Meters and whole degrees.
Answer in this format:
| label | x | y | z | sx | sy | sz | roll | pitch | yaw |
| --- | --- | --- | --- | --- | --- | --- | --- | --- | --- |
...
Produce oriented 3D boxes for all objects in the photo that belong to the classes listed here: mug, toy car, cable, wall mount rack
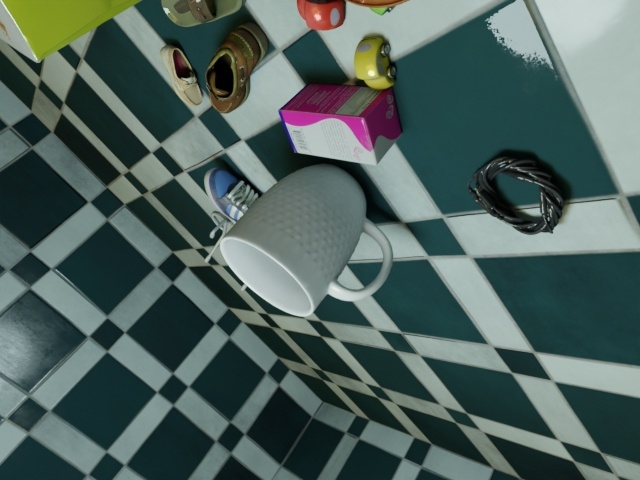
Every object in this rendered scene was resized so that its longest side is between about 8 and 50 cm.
| label | x | y | z | sx | sy | sz | roll | pitch | yaw |
| --- | --- | --- | --- | --- | --- | --- | --- | --- | --- |
| mug | 0.000 | 0.000 | 1.129 | 0.374 | 0.328 | 0.276 | 31 | 153 | 13 |
| toy car | 0.071 | -0.377 | 0.761 | 0.239 | 0.053 | 0.225 | 43 | 153 | -9 |
| cable | 0.377 | -0.082 | 0.856 | 0.184 | 0.047 | 0.150 | 42 | 148 | -1 |
| wall mount rack | -0.348 | 0.057 | 1.872 | 0.350 | 0.130 | 0.304 | 39 | 153 | 2 |

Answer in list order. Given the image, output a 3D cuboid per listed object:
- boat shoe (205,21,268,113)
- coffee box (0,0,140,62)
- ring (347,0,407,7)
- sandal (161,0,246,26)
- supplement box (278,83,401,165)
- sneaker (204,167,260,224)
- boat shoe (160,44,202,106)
| label | x | y | z | sx | sy | sz | roll | pitch | yaw |
| --- | --- | --- | --- | --- | --- | --- | --- | --- | --- |
| boat shoe | -0.225 | -0.381 | 1.067 | 0.110 | 0.104 | 0.307 | 42 | 153 | -6 |
| coffee box | -0.568 | -0.619 | 0.855 | 0.334 | 0.338 | 0.338 | 34 | 154 | 18 |
| ring | 0.053 | -0.480 | 0.590 | 0.336 | 0.032 | 0.337 | 30 | 143 | 27 |
| sandal | -0.253 | -0.498 | 0.942 | 0.302 | 0.086 | 0.120 | 3 | 136 | 50 |
| supplement box | 0.040 | -0.243 | 0.943 | 0.219 | 0.114 | 0.111 | 19 | 146 | 37 |
| sneaker | -0.201 | -0.114 | 1.453 | 0.236 | 0.130 | 0.323 | -8 | 123 | 43 |
| boat shoe | -0.360 | -0.430 | 1.208 | 0.059 | 0.063 | 0.170 | 21 | 148 | 43 |
